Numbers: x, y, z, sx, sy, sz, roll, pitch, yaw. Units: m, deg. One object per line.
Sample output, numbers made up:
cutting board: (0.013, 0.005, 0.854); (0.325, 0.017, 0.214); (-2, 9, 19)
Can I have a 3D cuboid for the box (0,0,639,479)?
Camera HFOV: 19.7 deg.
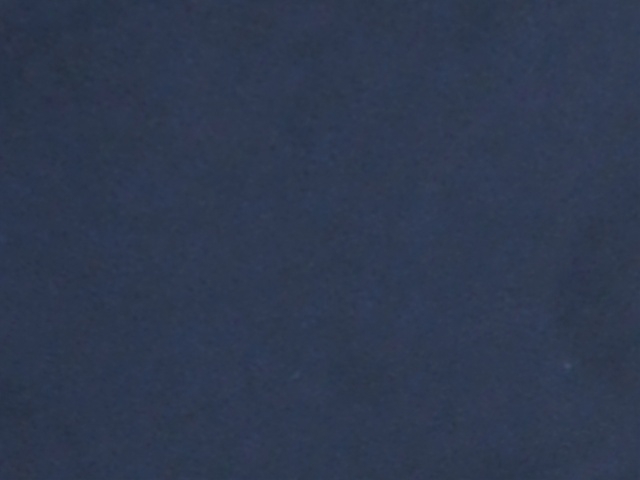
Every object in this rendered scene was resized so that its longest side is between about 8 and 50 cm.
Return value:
box: (0.000, 0.000, 0.640); (0.297, 0.480, 0.472); (-14, 27, -4)
